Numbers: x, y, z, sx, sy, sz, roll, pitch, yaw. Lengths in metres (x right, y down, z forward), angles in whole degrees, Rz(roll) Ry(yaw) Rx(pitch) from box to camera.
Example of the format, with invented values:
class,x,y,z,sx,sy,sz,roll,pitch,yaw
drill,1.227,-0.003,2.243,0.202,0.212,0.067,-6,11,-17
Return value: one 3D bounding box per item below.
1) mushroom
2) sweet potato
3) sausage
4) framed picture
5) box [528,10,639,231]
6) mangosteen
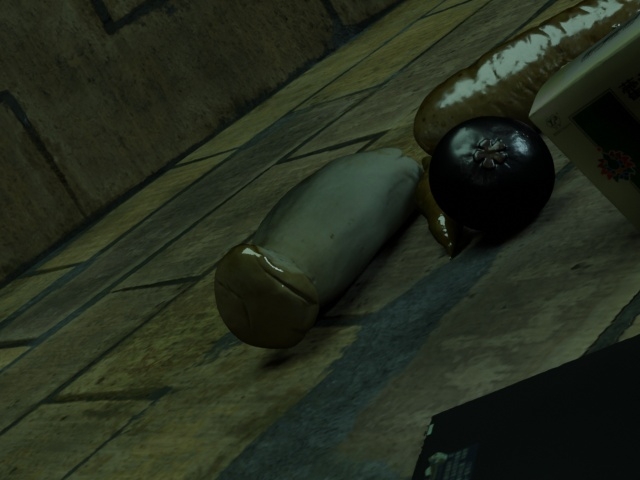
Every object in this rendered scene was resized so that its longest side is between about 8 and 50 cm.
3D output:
class,x,y,z,sx,sy,sz,roll,pitch,yaw
mushroom,-0.007,0.000,1.679,0.154,0.137,0.407,-8,17,28
sweet potato,0.142,-0.048,1.669,0.067,0.067,0.274,-28,19,12
sausage,0.347,-0.247,1.830,0.501,0.123,0.136,-29,-15,5
framed picture,0.210,0.131,1.005,0.339,0.014,0.255,-25,14,21
box,0.320,-0.127,1.248,0.212,0.168,0.095,-38,8,49
mangosteen,0.190,-0.067,1.544,0.137,0.137,0.151,-30,-19,2
